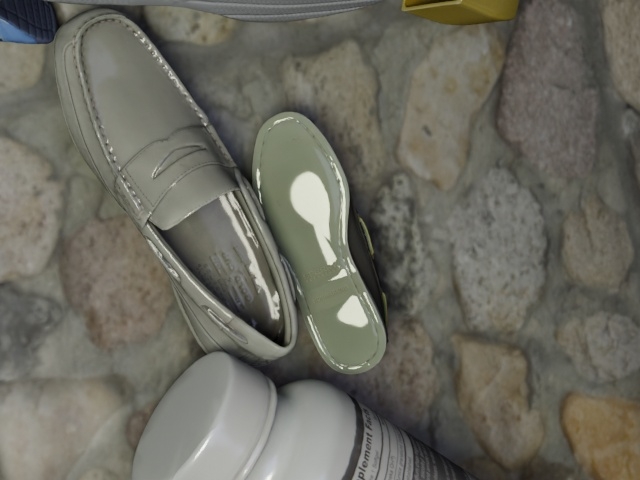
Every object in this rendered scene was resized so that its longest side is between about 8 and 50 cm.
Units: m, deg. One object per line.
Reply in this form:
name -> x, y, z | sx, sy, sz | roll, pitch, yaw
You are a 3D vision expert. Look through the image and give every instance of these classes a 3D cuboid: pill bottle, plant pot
pill bottle -> 0.012, 0.223, 1.273 | 0.319, 0.176, 0.176 | 35, 74, -21
plant pot -> 0.136, -0.233, 1.407 | 0.083, 0.081, 0.081 | 19, 80, -37

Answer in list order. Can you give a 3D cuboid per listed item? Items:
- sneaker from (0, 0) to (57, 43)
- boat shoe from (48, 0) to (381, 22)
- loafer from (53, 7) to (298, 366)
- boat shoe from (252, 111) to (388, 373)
sneaker -> -0.271, -0.178, 1.217 | 0.144, 0.059, 0.053 | 9, 62, -44
boat shoe -> -0.085, -0.254, 1.269 | 0.335, 0.121, 0.119 | 1, 75, -30
loafer -> -0.107, -0.043, 1.257 | 0.112, 0.111, 0.319 | -36, 104, -24
boat shoe -> 0.000, 0.000, 1.337 | 0.081, 0.069, 0.227 | -16, 94, 9
